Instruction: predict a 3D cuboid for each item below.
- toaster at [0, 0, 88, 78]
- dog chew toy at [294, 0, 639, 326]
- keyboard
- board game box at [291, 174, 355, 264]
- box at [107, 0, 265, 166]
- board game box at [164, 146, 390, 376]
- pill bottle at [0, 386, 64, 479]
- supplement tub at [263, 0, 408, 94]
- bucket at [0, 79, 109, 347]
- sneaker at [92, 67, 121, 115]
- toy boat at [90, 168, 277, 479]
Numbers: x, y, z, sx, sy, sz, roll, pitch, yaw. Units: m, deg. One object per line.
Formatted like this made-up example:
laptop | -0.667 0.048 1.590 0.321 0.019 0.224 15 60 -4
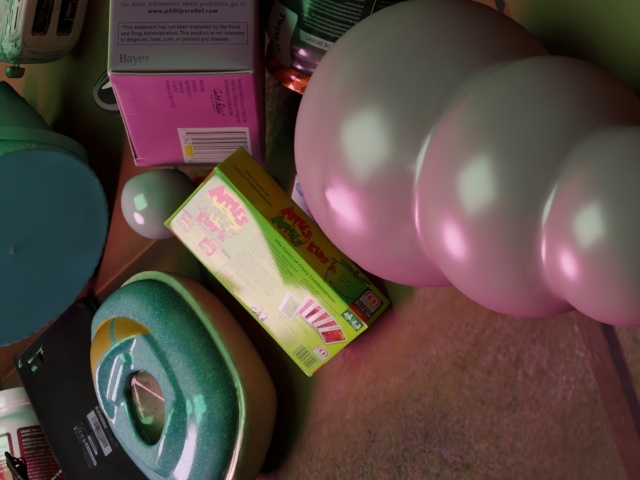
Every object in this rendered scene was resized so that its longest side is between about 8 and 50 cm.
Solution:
toaster | -0.329 -0.291 1.889 0.146 0.129 0.227 21 105 27
dog chew toy | 0.136 -0.043 1.199 0.332 0.207 0.206 26 113 43
keyboard | -0.251 0.229 1.861 0.201 0.033 0.317 -42 53 15
board game box | 0.000 0.000 1.541 0.090 0.020 0.090 38 123 48
box | -0.105 -0.209 1.481 0.213 0.117 0.243 89 180 -72
board game box | -0.037 0.019 1.492 0.181 0.043 0.092 46 132 0
pill bottle | -0.326 0.243 1.973 0.086 0.086 0.152 -32 65 52
supplement tub | 0.023 -0.213 1.411 0.117 0.117 0.190 48 128 43
bucket | -0.370 -0.032 1.868 0.183 0.281 0.281 36 121 38
sneaker | -0.176 -0.162 1.738 0.188 0.078 0.067 -7 86 56
toy boat | -0.137 0.076 1.633 0.267 0.148 0.318 41 124 47
